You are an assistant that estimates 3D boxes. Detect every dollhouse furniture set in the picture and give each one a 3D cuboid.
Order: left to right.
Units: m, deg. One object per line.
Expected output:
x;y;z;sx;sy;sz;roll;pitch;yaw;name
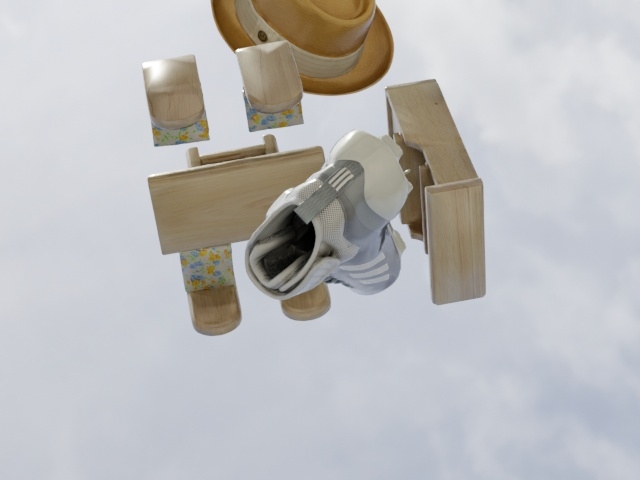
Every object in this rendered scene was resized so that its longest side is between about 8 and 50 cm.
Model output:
-0.008;-0.026;1.190;0.242;0.212;0.161;-10;-142;-4;dollhouse furniture set

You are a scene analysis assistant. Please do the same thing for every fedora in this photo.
-0.008;-0.228;1.450;0.194;0.079;0.194;12;-128;-16;fedora

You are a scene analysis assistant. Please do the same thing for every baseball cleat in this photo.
0.000;0.000;0.922;0.109;0.206;0.072;-37;-108;-14;baseball cleat
